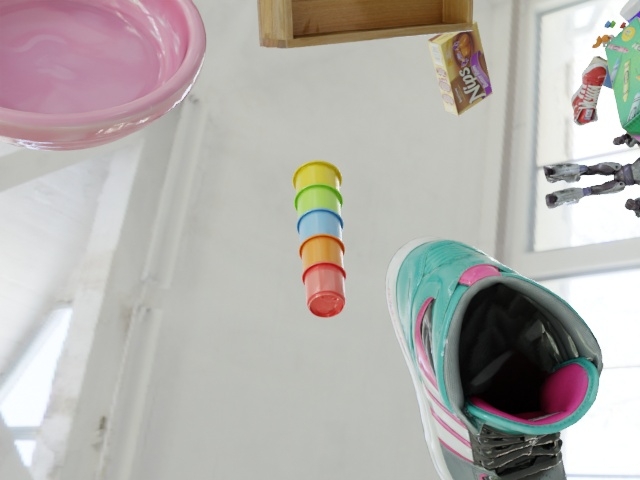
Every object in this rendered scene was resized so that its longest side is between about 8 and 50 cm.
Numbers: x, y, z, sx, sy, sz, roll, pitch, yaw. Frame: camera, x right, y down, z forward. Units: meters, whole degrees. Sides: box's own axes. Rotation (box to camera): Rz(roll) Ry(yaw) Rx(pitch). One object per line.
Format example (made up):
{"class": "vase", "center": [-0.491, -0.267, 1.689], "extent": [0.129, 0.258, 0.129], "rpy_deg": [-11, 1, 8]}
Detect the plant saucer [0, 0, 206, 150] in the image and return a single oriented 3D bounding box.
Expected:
{"class": "plant saucer", "center": [-0.296, -0.216, 0.893], "extent": [0.084, 0.332, 0.332], "rpy_deg": [107, -172, -49]}

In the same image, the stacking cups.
{"class": "stacking cups", "center": [0.000, 0.000, 1.381], "extent": [0.096, 0.096, 0.316], "rpy_deg": [44, -150, -39]}

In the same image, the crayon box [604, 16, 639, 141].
{"class": "crayon box", "center": [0.577, -0.244, 1.334], "extent": [0.165, 0.081, 0.279], "rpy_deg": [32, -140, -14]}

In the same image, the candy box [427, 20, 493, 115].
{"class": "candy box", "center": [0.316, -0.388, 1.790], "extent": [0.109, 0.053, 0.187], "rpy_deg": [-33, -54, -16]}

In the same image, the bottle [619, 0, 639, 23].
{"class": "bottle", "center": [0.755, -0.409, 1.676], "extent": [0.283, 0.118, 0.092], "rpy_deg": [40, -112, -7]}

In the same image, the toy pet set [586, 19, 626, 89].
{"class": "toy pet set", "center": [0.556, -0.350, 1.505], "extent": [0.122, 0.065, 0.114], "rpy_deg": [-20, -38, -52]}

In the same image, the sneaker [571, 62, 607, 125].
{"class": "sneaker", "center": [0.463, -0.246, 1.367], "extent": [0.118, 0.042, 0.067], "rpy_deg": [93, -178, -61]}

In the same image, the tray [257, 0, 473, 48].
{"class": "tray", "center": [0.081, -0.418, 1.235], "extent": [0.410, 0.076, 0.203], "rpy_deg": [-16, -67, -37]}

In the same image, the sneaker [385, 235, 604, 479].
{"class": "sneaker", "center": [0.153, 0.137, 0.619], "extent": [0.123, 0.178, 0.296], "rpy_deg": [-25, -83, -9]}

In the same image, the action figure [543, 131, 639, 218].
{"class": "action figure", "center": [0.608, -0.130, 1.632], "extent": [0.099, 0.284, 0.186], "rpy_deg": [26, -122, -60]}
